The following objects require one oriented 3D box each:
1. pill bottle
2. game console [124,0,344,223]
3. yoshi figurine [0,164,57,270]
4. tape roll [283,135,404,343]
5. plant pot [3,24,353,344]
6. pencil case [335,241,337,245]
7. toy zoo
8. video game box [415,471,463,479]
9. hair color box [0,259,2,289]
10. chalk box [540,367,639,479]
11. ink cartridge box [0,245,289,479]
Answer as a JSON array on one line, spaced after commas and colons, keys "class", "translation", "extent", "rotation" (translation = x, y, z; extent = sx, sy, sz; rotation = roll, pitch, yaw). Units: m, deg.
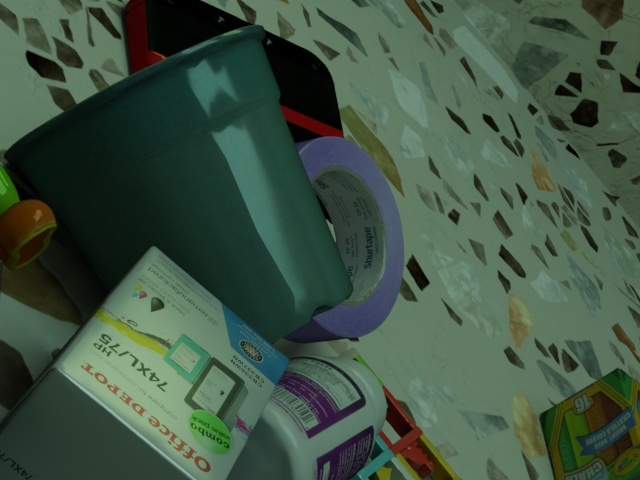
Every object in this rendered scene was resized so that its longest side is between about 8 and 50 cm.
[{"class": "pill bottle", "translation": [-0.033, 0.232, 1.742], "extent": [0.169, 0.169, 0.301], "rotation": [58, 25, 7]}, {"class": "game console", "translation": [-0.119, -0.205, 2.201], "extent": [0.386, 0.060, 0.342], "rotation": [20, 47, -34]}, {"class": "yoshi figurine", "translation": [-0.428, -0.118, 1.459], "extent": [0.362, 0.203, 0.203], "rotation": [55, 31, 6]}, {"class": "tape roll", "translation": [0.000, 0.000, 1.976], "extent": [0.275, 0.090, 0.275], "rotation": [15, 70, -49]}, {"class": "plant pot", "translation": [-0.145, -0.028, 1.718], "extent": [0.334, 0.341, 0.341], "rotation": [63, 25, -1]}, {"class": "pencil case", "translation": [-0.050, 0.016, 2.060], "extent": [0.236, 0.104, 0.104], "rotation": [25, 38, -46]}, {"class": "toy zoo", "translation": [0.085, 0.292, 1.975], "extent": [0.293, 0.030, 0.192], "rotation": [51, 30, 8]}, {"class": "video game box", "translation": [0.208, 0.428, 2.067], "extent": [0.205, 0.048, 0.187], "rotation": [39, 27, -31]}, {"class": "hair color box", "translation": [-0.378, 0.151, 1.246], "extent": [0.174, 0.105, 0.347], "rotation": [29, 46, -42]}, {"class": "chalk box", "translation": [0.520, 0.403, 2.485], "extent": [0.179, 0.180, 0.289], "rotation": [37, 29, -34]}, {"class": "ink cartridge box", "translation": [-0.192, 0.181, 1.458], "extent": [0.198, 0.197, 0.270], "rotation": [40, 28, -6]}]
